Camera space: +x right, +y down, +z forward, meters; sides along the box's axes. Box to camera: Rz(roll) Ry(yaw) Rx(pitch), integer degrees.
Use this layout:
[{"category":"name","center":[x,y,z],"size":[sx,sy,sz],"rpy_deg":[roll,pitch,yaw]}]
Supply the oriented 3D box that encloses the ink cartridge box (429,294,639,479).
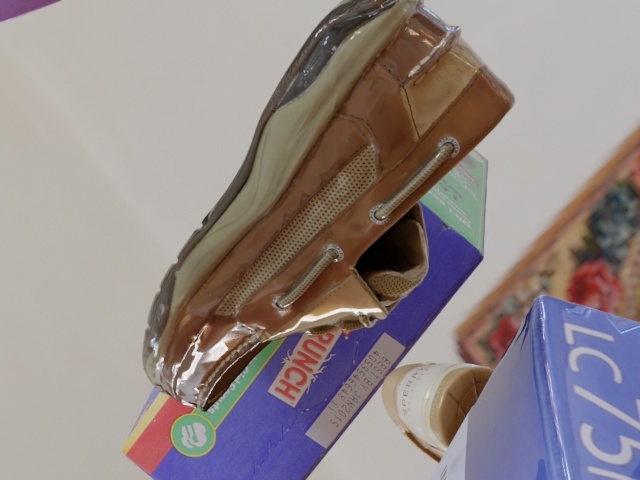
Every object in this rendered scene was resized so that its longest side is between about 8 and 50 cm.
[{"category":"ink cartridge box","center":[0.037,0.150,0.422],"size":[0.065,0.186,0.311],"rpy_deg":[19,-55,-15]}]

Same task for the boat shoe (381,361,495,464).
[{"category":"boat shoe","center":[0.095,0.100,0.964],"size":[0.170,0.059,0.063],"rpy_deg":[35,-105,-44]}]

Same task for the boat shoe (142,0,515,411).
[{"category":"boat shoe","center":[0.000,0.000,1.045],"size":[0.122,0.120,0.324],"rpy_deg":[-51,-4,-46]}]

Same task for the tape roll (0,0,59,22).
[{"category":"tape roll","center":[-0.176,-0.213,1.018],"size":[0.275,0.275,0.090],"rpy_deg":[-33,-59,-18]}]

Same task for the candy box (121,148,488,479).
[{"category":"candy box","center":[-0.001,0.038,1.353],"size":[0.268,0.122,0.317],"rpy_deg":[-51,6,14]}]
